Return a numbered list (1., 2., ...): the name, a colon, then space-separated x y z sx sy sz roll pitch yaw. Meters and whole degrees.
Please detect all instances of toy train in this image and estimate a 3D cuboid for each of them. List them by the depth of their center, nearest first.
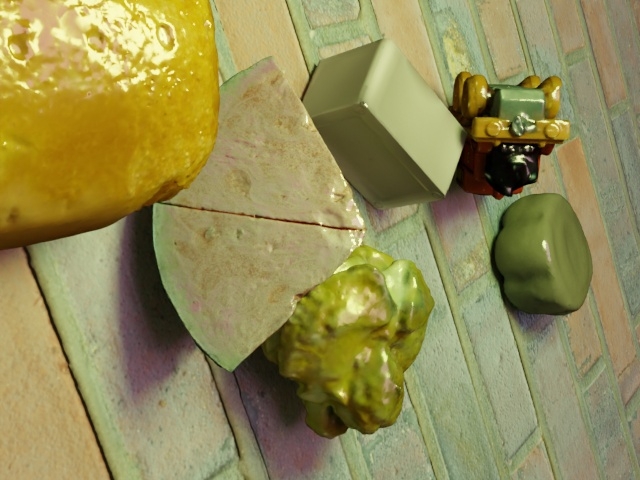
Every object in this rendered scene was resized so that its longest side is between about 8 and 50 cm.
1. toy train: 0.327 -0.190 1.450 0.369 0.163 0.231 -86 176 -77

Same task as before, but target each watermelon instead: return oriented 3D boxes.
1. watermelon: -0.078 -0.018 1.060 0.319 0.292 0.222 52 -3 18

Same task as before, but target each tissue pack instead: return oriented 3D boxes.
1. tissue pack: 0.100 -0.179 1.291 0.246 0.159 0.136 42 56 -35

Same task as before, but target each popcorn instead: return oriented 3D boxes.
1. popcorn: 0.042 0.133 1.119 0.276 0.225 0.276 -2 96 -21

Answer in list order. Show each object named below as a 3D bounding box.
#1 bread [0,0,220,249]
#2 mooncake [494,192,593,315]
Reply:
1. bread: -0.277 -0.170 0.755 0.394 0.250 0.361 -12 106 -42
2. mooncake: 0.472 0.031 1.675 0.275 0.135 0.275 15 70 -48
